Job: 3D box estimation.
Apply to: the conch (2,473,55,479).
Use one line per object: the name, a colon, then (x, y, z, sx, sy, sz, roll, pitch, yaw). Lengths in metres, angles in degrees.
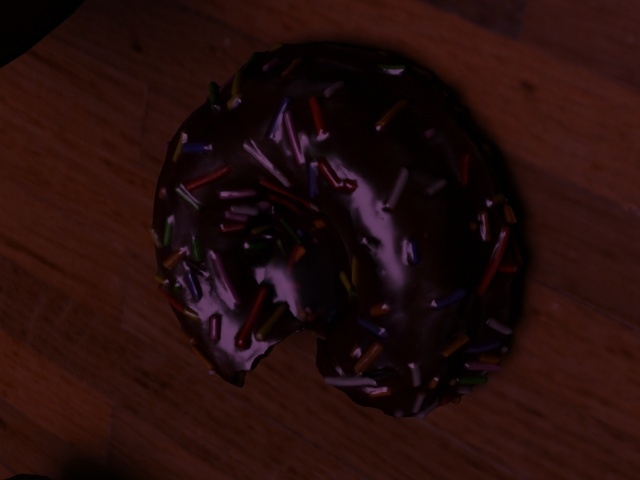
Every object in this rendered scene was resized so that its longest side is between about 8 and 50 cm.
conch: (-0.183, 0.269, 1.110, 0.277, 0.195, 0.220, -15, 129, 18)

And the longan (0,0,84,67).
longan: (-0.262, -0.231, 0.795, 0.405, 0.404, 0.336, 3, 117, 39)

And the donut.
donut: (-0.001, -0.001, 0.878, 0.230, 0.096, 0.216, 26, 123, 30)
